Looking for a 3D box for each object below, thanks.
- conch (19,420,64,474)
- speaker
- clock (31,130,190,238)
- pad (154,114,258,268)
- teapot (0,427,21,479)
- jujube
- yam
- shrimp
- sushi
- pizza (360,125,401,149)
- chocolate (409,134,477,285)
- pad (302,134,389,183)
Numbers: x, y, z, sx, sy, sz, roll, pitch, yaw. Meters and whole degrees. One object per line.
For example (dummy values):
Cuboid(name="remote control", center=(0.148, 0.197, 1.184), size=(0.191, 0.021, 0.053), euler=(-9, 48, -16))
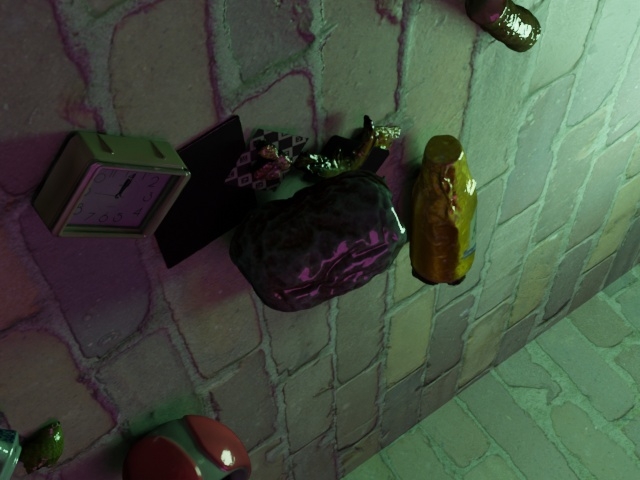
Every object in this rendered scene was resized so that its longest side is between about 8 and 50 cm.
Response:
Cuboid(name="conch", center=(-0.539, 0.403, 1.968), size=(0.121, 0.074, 0.089), euler=(-61, -179, 1))
Cuboid(name="speaker", center=(-0.293, 0.528, 2.252), size=(0.294, 0.294, 0.294), euler=(-32, 153, -18))
Cuboid(name="clock", center=(-0.303, -0.078, 1.477), size=(0.192, 0.071, 0.147), euler=(2, 132, -51))
Cuboid(name="pad", center=(-0.202, -0.074, 1.707), size=(0.202, 0.005, 0.300), euler=(-34, 154, -14))
Cuboid(name="teapot", center=(-0.613, 0.387, 1.757), size=(0.159, 0.159, 0.232), euler=(-15, 155, -42))
Cuboid(name="jujube", center=(0.000, 0.000, 1.821), size=(0.317, 0.226, 0.226), euler=(-27, 154, -1))
Cuboid(name="yam", center=(0.325, -0.389, 1.776), size=(0.081, 0.081, 0.356), euler=(-48, 167, 16))
Cuboid(name="shrimp", center=(0.030, -0.170, 1.819), size=(0.148, 0.035, 0.195), euler=(-46, 150, 23))
Cuboid(name="sushi", center=(-0.086, -0.126, 1.718), size=(0.120, 0.026, 0.126), euler=(5, 131, -44))
Cuboid(name="pizza", center=(0.117, -0.190, 1.936), size=(0.108, 0.026, 0.123), euler=(-34, 154, -19))
Cuboid(name="chocolate", center=(0.264, -0.062, 2.192), size=(0.162, 0.162, 0.445), euler=(-34, 153, -13))
Cuboid(name="pad", center=(0.050, -0.142, 1.904), size=(0.157, 0.003, 0.112), euler=(11, 126, -42))
